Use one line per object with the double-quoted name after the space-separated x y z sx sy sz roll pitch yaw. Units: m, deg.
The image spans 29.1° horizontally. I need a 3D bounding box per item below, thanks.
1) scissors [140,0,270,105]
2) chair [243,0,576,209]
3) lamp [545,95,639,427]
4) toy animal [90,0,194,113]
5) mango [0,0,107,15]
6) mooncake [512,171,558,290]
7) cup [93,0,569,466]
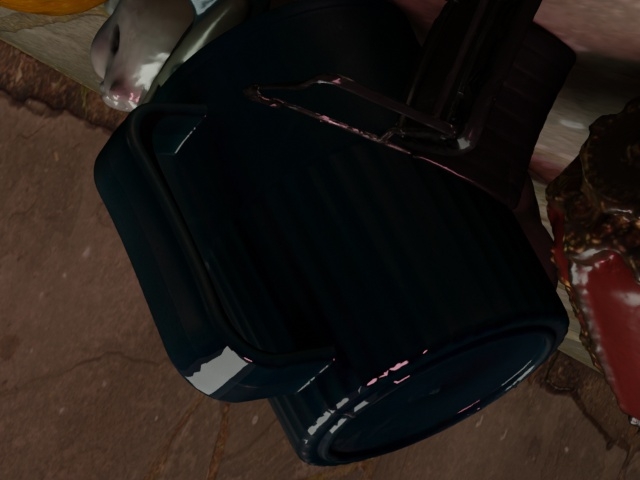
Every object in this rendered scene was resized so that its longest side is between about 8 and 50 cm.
-0.099 -0.148 1.013 0.138 0.041 0.289 28 134 -17 "scissors"
0.089 -0.112 0.790 0.221 0.140 0.145 25 175 -23 "chair"
0.259 0.025 0.863 0.177 0.177 0.274 23 153 44 "lamp"
-0.106 -0.160 1.193 0.249 0.174 0.289 40 174 -14 "toy animal"
-0.296 -0.285 0.988 0.359 0.144 0.187 28 174 19 "mango"
0.099 0.027 1.304 0.306 0.306 0.154 25 174 16 "mooncake"
0.017 -0.009 0.926 0.292 0.242 0.308 63 -170 22 "cup"
